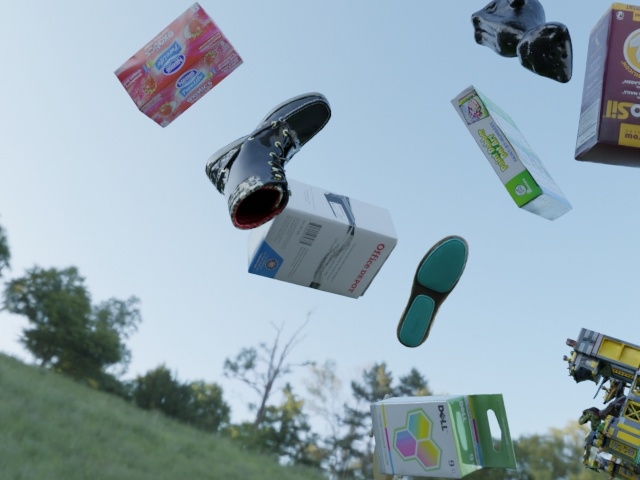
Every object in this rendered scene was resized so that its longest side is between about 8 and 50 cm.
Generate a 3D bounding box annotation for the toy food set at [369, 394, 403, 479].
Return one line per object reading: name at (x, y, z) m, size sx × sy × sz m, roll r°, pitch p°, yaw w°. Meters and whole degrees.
toy food set at (0.131, 0.392, 1.122) m, size 0.038 × 0.192 × 0.133 m, roll 12°, pitch -57°, yaw -9°

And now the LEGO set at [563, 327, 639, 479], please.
LEGO set at (0.553, 0.320, 1.197) m, size 0.192 × 0.255 × 0.331 m, roll 18°, pitch -12°, yaw 37°

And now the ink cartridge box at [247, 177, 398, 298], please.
ink cartridge box at (0.000, 0.000, 1.936) m, size 0.394 × 0.166 × 0.286 m, roll 16°, pitch -53°, yaw -21°

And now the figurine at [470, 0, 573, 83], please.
figurine at (0.244, -0.316, 0.756) m, size 0.092 × 0.209 × 0.215 m, roll -22°, pitch -57°, yaw 7°

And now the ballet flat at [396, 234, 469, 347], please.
ballet flat at (0.203, 0.089, 1.145) m, size 0.080 × 0.073 × 0.232 m, roll 27°, pitch -76°, yaw 6°

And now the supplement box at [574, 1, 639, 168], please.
supplement box at (0.401, -0.195, 0.791) m, size 0.104 × 0.188 × 0.081 m, roll 9°, pitch -8°, yaw 5°

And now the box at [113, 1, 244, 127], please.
box at (-0.325, -0.402, 1.425) m, size 0.256 × 0.128 × 0.122 m, roll -38°, pitch -18°, yaw 5°

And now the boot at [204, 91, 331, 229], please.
boot at (-0.062, -0.124, 0.960) m, size 0.236 × 0.179 × 0.085 m, roll -33°, pitch -52°, yaw 2°

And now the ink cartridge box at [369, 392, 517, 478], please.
ink cartridge box at (0.174, 0.289, 0.915) m, size 0.062 × 0.109 × 0.209 m, roll 0°, pitch -12°, yaw -44°

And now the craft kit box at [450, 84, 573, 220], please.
craft kit box at (0.375, -0.162, 1.192) m, size 0.061 × 0.247 × 0.249 m, roll -34°, pitch -22°, yaw 26°
